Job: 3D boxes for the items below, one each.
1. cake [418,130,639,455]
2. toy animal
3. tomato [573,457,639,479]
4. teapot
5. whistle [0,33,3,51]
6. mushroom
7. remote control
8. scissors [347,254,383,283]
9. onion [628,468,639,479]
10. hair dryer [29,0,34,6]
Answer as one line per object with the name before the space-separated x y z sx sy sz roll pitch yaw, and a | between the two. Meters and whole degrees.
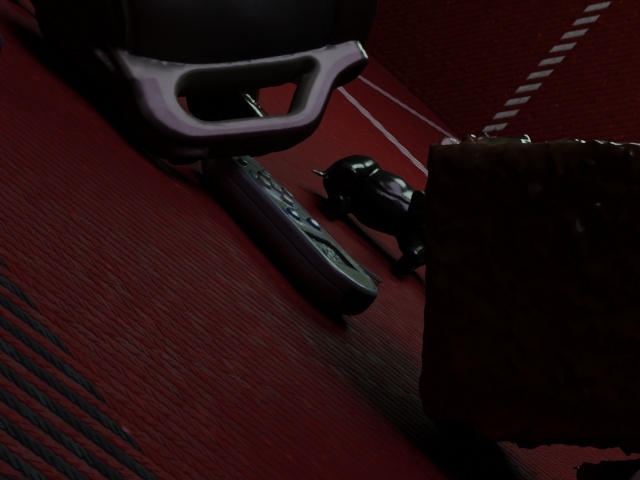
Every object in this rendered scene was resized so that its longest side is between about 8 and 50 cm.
cake | 0.225 0.054 1.388 0.256 0.282 0.290 0 -4 23
toy animal | 0.107 -0.032 1.915 0.245 0.114 0.146 41 11 5
tomato | 0.323 0.266 1.509 0.173 0.099 0.189 17 -19 -22
teapot | -0.113 -0.216 1.591 0.312 0.233 0.315 -19 67 -32
whistle | -0.294 -0.160 1.284 0.033 0.033 0.176 40 10 2
mushroom | -0.097 -0.141 1.757 0.126 0.085 0.109 -130 -159 -56
remote control | -0.034 -0.012 1.539 0.244 0.047 0.087 47 9 34
scissors | 0.000 0.000 1.700 0.189 0.015 0.100 36 13 -33
onion | 0.323 0.264 1.205 0.207 0.216 0.206 40 13 -50
hair dryer | -0.391 -0.350 1.593 0.361 0.121 0.301 42 18 -21
